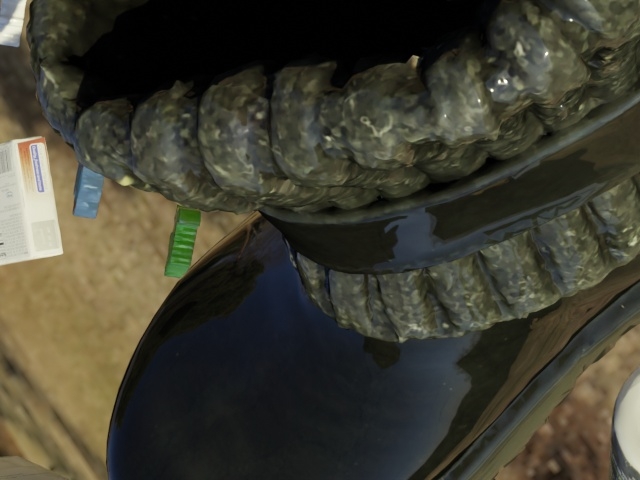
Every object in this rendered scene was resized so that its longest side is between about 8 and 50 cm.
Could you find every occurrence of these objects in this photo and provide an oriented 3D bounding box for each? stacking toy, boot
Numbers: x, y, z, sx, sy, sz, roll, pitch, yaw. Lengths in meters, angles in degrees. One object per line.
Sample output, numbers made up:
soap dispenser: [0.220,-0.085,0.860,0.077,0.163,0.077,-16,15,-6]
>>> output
stacking toy: [-0.159,-0.078,1.310,0.052,0.167,0.221,-111,30,-65]
boot: [-0.001,-0.004,0.541,0.260,0.348,0.131,6,-134,-58]

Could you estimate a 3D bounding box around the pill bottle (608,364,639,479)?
pill bottle: [0.267,0.193,1.282,0.130,0.130,0.246,50,160,34]

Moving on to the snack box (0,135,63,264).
snack box: [-0.195,-0.016,1.023,0.178,0.022,0.064,-9,91,58]

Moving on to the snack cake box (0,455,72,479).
snack cake box: [-0.262,0.293,1.262,0.089,0.264,0.152,18,-169,34]
